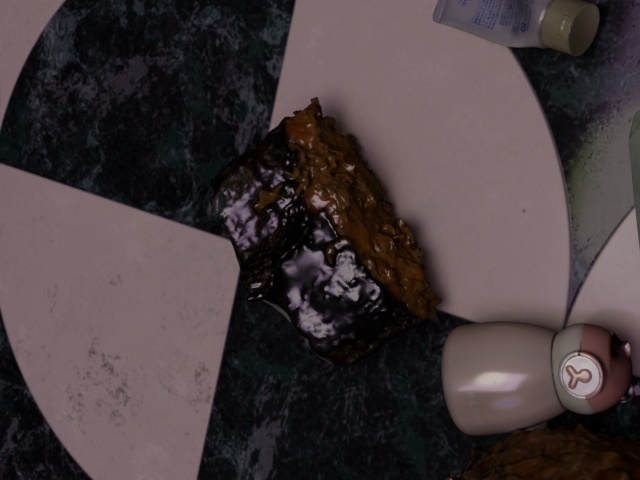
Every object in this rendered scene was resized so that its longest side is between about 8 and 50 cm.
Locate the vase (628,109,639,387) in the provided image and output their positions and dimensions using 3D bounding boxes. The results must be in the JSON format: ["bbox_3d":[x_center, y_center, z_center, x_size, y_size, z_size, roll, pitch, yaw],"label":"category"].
[{"bbox_3d":[0.450,0.007,1.533,0.165,0.165,0.360,6,103,27],"label":"vase"}]

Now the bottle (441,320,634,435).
[{"bbox_3d":[0.288,0.171,1.633,0.237,0.147,0.147,-9,91,25],"label":"bottle"}]

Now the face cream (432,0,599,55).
[{"bbox_3d":[0.253,-0.310,1.656,0.224,0.070,0.114,28,107,35],"label":"face cream"}]

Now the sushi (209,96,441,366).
[{"bbox_3d":[0.000,0.000,1.721,0.207,0.234,0.348,-37,83,26],"label":"sushi"}]

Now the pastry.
[{"bbox_3d":[0.327,0.401,1.532,0.405,0.337,0.292,18,113,25],"label":"pastry"}]
